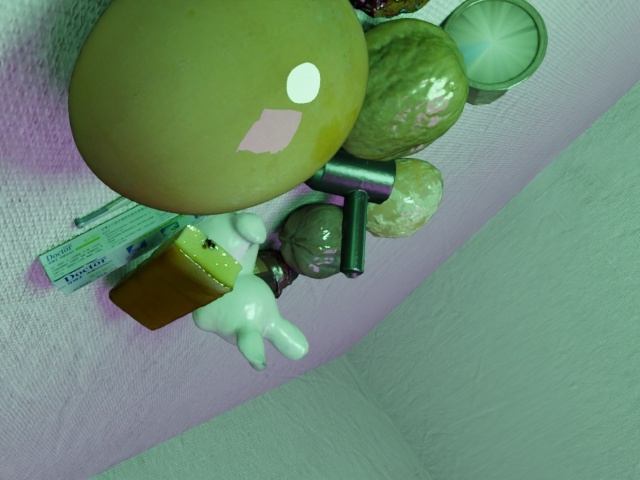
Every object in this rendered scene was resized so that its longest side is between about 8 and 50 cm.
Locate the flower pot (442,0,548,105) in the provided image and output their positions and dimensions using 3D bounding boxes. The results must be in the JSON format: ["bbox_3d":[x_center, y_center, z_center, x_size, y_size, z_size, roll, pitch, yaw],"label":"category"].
[{"bbox_3d":[0.374,-0.398,1.160,0.212,0.212,0.202,-39,167,7],"label":"flower pot"}]

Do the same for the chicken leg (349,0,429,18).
[{"bbox_3d":[0.133,-0.428,0.883,0.234,0.063,0.105,-24,161,-37],"label":"chicken leg"}]

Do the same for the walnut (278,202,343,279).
[{"bbox_3d":[0.000,0.000,1.420,0.224,0.224,0.224,-32,160,-13],"label":"walnut"}]

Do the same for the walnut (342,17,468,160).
[{"bbox_3d":[0.138,-0.279,0.986,0.283,0.227,0.283,-1,125,-2],"label":"walnut"}]

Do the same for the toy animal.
[{"bbox_3d":[-0.174,0.116,1.171,0.241,0.367,0.196,-36,161,34],"label":"toy animal"}]

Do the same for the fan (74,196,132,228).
[{"bbox_3d":[-0.349,-0.075,0.941,0.193,0.016,0.038,-31,157,-17],"label":"fan"}]

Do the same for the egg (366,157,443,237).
[{"bbox_3d":[0.198,-0.112,1.335,0.245,0.203,0.203,-31,161,7],"label":"egg"}]

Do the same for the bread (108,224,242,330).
[{"bbox_3d":[-0.305,0.087,1.052,0.361,0.138,0.077,-27,-151,46],"label":"bread"}]

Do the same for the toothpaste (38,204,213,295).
[{"bbox_3d":[-0.350,-0.015,0.997,0.336,0.067,0.081,-30,160,-16],"label":"toothpaste"}]

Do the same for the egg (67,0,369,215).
[{"bbox_3d":[-0.121,-0.186,0.645,0.374,0.301,0.301,-33,160,-5],"label":"egg"}]

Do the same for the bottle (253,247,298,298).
[{"bbox_3d":[-0.162,0.101,1.460,0.156,0.143,0.271,-47,159,28],"label":"bottle"}]

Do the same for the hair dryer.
[{"bbox_3d":[0.031,-0.070,1.141,0.244,0.302,0.116,9,158,-13],"label":"hair dryer"}]
